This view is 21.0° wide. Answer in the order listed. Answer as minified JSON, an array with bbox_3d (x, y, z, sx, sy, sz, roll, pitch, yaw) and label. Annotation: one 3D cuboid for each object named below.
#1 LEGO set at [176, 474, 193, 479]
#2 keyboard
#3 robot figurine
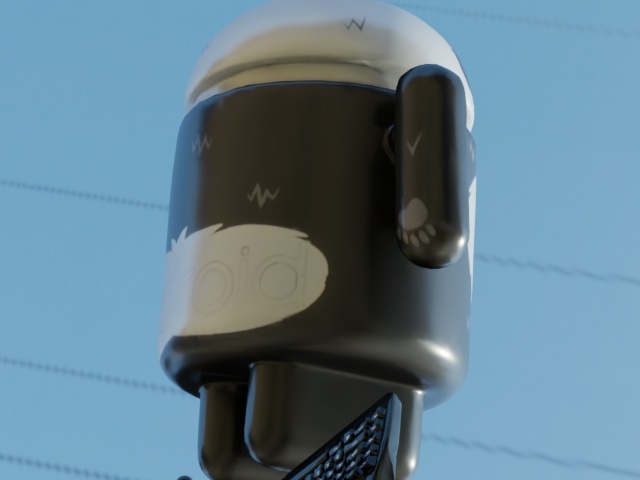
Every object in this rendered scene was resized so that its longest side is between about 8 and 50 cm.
[{"bbox_3d":[-0.092,0.341,1.299,0.255,0.331,0.192,12,-71,-17],"label":"LEGO set"},{"bbox_3d":[-0.035,0.146,0.807,0.038,0.100,0.192,30,-52,-20],"label":"keyboard"},{"bbox_3d":[0.003,0.000,0.957,0.209,0.173,0.278,-5,-112,22],"label":"robot figurine"}]
